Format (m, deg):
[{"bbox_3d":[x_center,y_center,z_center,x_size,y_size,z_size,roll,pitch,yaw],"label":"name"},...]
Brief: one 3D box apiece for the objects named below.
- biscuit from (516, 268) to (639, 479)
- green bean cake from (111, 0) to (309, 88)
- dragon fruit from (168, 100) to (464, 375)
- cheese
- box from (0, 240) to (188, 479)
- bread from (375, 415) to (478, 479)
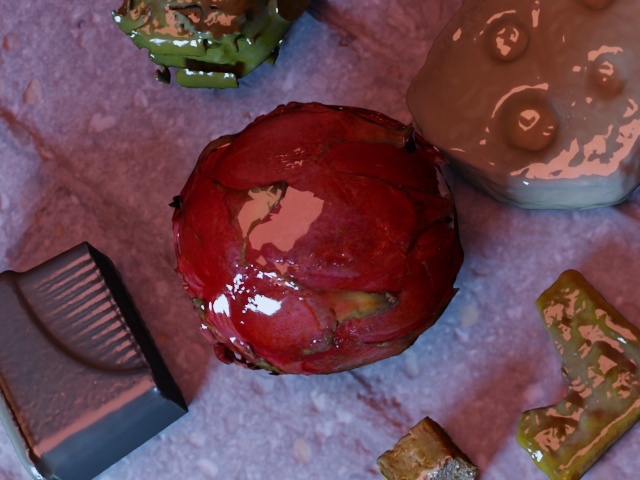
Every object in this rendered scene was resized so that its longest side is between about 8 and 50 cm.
[{"bbox_3d":[0.261,0.146,1.759,0.183,0.039,0.174,-48,65,0],"label":"biscuit"},{"bbox_3d":[-0.112,-0.345,1.927,0.202,0.285,0.310,10,78,19],"label":"green bean cake"},{"bbox_3d":[0.000,0.000,1.779,0.302,0.295,0.295,-18,67,1],"label":"dragon fruit"},{"bbox_3d":[0.251,-0.182,1.826,0.326,0.115,0.318,-12,70,17],"label":"cheese"},{"bbox_3d":[-0.285,0.135,1.930,0.178,0.138,0.274,-31,67,3],"label":"box"},{"bbox_3d":[0.112,0.238,1.770,0.083,0.077,0.070,-42,52,4],"label":"bread"}]
